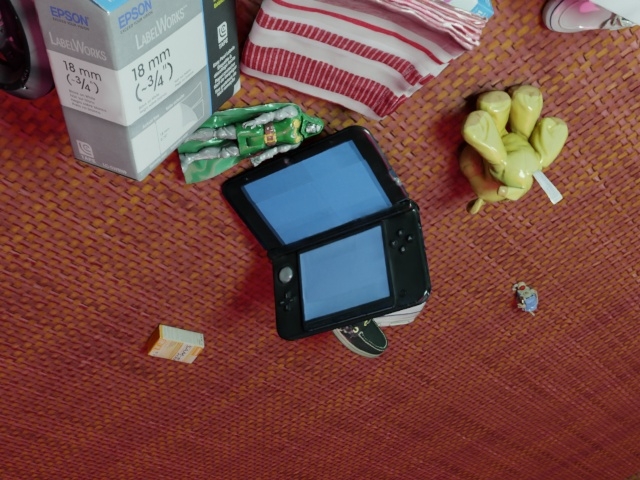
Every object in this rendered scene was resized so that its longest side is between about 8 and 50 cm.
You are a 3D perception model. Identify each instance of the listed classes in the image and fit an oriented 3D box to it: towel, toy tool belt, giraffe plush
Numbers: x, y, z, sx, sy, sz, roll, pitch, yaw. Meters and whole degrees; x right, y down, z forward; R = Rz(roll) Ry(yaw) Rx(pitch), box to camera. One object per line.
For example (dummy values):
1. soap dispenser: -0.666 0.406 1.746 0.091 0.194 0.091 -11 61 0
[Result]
1. towel: 0.029 -0.241 0.881 0.237 0.037 0.329 16 169 -14
2. toy tool belt: 0.461 0.131 1.537 0.052 0.051 0.083 -24 135 8
3. giraffe plush: 0.306 -0.134 1.166 0.182 0.210 0.170 -17 171 -16

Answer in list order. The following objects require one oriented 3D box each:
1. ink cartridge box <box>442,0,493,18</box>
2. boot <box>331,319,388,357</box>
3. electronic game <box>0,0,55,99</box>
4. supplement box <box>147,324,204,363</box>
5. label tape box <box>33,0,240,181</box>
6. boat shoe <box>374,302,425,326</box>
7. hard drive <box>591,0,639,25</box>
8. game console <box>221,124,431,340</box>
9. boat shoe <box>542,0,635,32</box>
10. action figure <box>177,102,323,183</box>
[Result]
1. ink cartridge box: 0.136 -0.303 0.804 0.123 0.088 0.052 18 141 -30
2. boot: 0.092 0.107 1.245 0.179 0.085 0.236 -31 118 27
3. electronic game: -0.390 -0.271 0.803 0.229 0.048 0.229 24 139 23
4. supplement box: -0.297 0.213 1.411 0.099 0.036 0.062 18 127 -31
5. label tape box: -0.203 -0.272 0.799 0.106 0.240 0.333 21 138 17
6. boat shoe: 0.085 0.140 1.414 0.268 0.096 0.088 -3 131 -25
7. hard drive: 0.423 -0.394 0.761 0.210 0.040 0.318 30 138 7
8. game console: 0.000 0.000 1.110 0.293 0.250 0.173 -20 151 29
9. boat shoe: 0.451 -0.357 1.025 0.226 0.075 0.083 -18 136 2
10. action figure: -0.108 -0.163 1.075 0.232 0.063 0.137 -14 133 -8
